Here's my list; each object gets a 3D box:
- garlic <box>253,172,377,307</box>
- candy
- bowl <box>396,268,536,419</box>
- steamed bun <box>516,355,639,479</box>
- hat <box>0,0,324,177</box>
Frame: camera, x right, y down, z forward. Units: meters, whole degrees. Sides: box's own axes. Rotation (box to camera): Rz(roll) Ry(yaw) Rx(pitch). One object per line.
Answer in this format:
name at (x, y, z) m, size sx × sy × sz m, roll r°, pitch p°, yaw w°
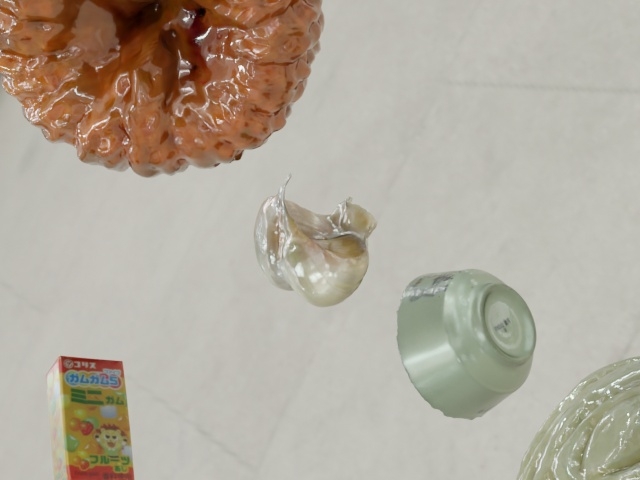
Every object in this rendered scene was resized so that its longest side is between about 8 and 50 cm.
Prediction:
garlic at (-0.011, 0.006, 1.548) m, size 0.124 × 0.099 × 0.174 m, roll -63°, pitch 33°, yaw 10°
candy at (-0.196, 0.161, 1.220) m, size 0.038 × 0.062 × 0.122 m, roll -49°, pitch 42°, yaw 46°
bowl at (0.210, 0.125, 1.905) m, size 0.112 × 0.211 × 0.211 m, roll -29°, pitch 41°, yaw 42°
steamed bun at (0.322, 0.246, 1.263) m, size 0.342 × 0.255 × 0.367 m, roll -19°, pitch 30°, yaw -9°
hat at (-0.131, -0.222, 1.305) m, size 0.285 × 0.285 × 0.400 m, roll -53°, pitch 7°, yaw 19°
